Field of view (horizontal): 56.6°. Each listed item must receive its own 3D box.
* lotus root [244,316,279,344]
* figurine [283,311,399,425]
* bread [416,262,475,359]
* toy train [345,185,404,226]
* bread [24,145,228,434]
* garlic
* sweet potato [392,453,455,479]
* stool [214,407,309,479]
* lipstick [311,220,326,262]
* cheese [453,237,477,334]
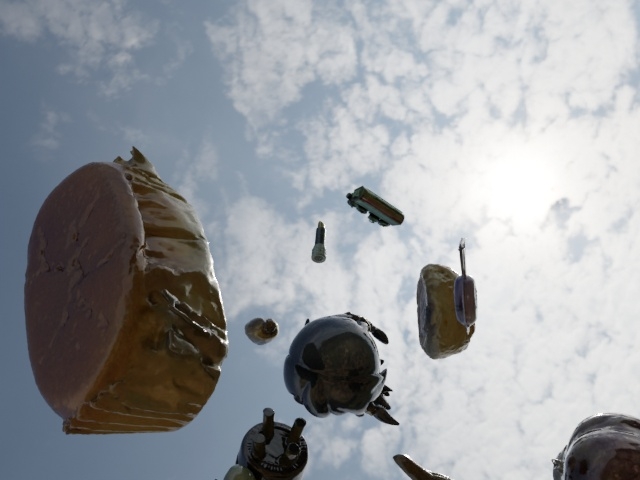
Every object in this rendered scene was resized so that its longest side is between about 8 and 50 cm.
[{"bbox_3d":[-0.133,0.203,1.336,0.072,0.152,0.063,-6,-101,-15],"label":"lotus root"},{"bbox_3d":[0.035,0.224,1.021,0.175,0.265,0.197,-8,-98,7],"label":"figurine"},{"bbox_3d":[0.317,0.175,1.498,0.134,0.244,0.244,1,-83,-1],"label":"bread"},{"bbox_3d":[0.126,-0.074,1.379,0.148,0.071,0.038,30,-117,-30],"label":"toy train"},{"bbox_3d":[-0.257,0.064,0.754,0.183,0.388,0.236,18,-61,-38],"label":"bread"},{"bbox_3d":[0.346,0.314,0.660,0.245,0.161,0.245,4,-90,-76],"label":"garlic"},{"bbox_3d":[0.244,0.539,1.343,0.053,0.182,0.054,-62,-18,-23],"label":"sweet potato"},{"bbox_3d":[-0.101,0.388,1.041,0.217,0.125,0.121,-26,-40,-44],"label":"stool"},{"bbox_3d":[0.000,0.000,1.425,0.037,0.037,0.116,38,-140,-31],"label":"lipstick"},{"bbox_3d":[0.290,0.093,1.193,0.105,0.042,0.191,-29,-67,-70],"label":"cheese"}]
